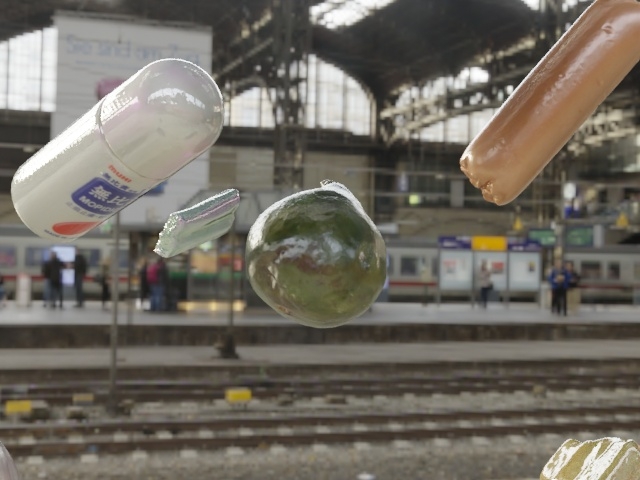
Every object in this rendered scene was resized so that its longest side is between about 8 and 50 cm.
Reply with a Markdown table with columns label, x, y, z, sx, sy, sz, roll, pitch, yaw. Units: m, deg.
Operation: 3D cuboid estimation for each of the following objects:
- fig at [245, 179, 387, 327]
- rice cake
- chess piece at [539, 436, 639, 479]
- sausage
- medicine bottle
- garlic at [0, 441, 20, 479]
| label | x | y | z | sx | sy | sz | roll | pitch | yaw |
| --- | --- | --- | --- | --- | --- | --- | --- | --- | --- |
| fig | 0.000 | 0.000 | 1.370 | 0.196 | 0.244 | 0.195 | 12 | -31 | 7 |
| rice cake | -0.201 | -0.031 | 1.678 | 0.042 | 0.080 | 0.222 | 31 | 22 | 14 |
| chess piece | 0.231 | 0.329 | 1.051 | 0.137 | 0.301 | 0.137 | 39 | -14 | 12 |
| sausage | 0.273 | -0.165 | 1.147 | 0.086 | 0.289 | 0.086 | 41 | -1 | 1 |
| medicine bottle | -0.256 | -0.116 | 1.276 | 0.341 | 0.130 | 0.130 | -28 | -20 | 38 |
| garlic | -0.400 | 0.251 | 0.952 | 0.207 | 0.207 | 0.257 | 3 | 12 | -41 |
